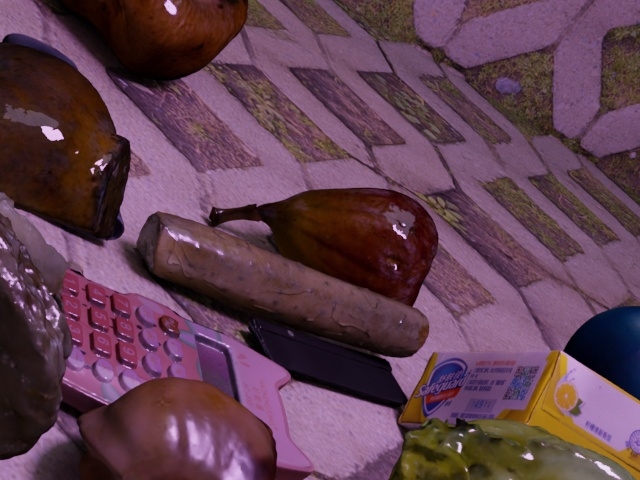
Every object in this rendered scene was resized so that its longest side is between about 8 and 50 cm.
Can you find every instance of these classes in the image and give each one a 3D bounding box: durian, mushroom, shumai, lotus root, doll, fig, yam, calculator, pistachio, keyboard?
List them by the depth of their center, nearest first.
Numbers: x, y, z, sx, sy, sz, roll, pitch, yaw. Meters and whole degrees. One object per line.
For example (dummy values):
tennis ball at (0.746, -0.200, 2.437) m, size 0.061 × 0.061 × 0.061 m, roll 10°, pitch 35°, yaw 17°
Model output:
shumai at (-0.272, 0.033, 1.195) m, size 0.256 × 0.189 × 0.218 m, roll 45°, pitch 20°, yaw 1°
pistachio at (-0.110, 0.174, 1.260) m, size 0.165 × 0.130 × 0.210 m, roll 26°, pitch 17°, yaw 23°
lotus root at (-0.288, -0.101, 1.365) m, size 0.260 × 0.149 × 0.267 m, roll 17°, pitch 3°, yaw 15°
calculator at (-0.162, 0.117, 1.437) m, size 0.330 × 0.048 × 0.220 m, roll 28°, pitch 22°, yaw -23°
durian at (0.196, 0.278, 1.456) m, size 0.256 × 0.204 × 0.339 m, roll 13°, pitch -12°, yaw 13°
yam at (-0.035, 0.056, 1.732) m, size 0.371 × 0.083 × 0.083 m, roll 21°, pitch 25°, yaw -31°
keyboard at (0.009, 0.141, 1.740) m, size 0.231 × 0.023 × 0.072 m, roll 21°, pitch 30°, yaw -44°
fig at (0.000, 0.000, 1.891) m, size 0.274 × 0.170 × 0.145 m, roll 17°, pitch 6°, yaw -3°
doll at (0.370, 0.191, 1.947) m, size 0.186 × 0.322 × 0.198 m, roll 3°, pitch 70°, yaw -24°
mushroom at (-0.216, -0.376, 2.158) m, size 0.345 × 0.259 × 0.345 m, roll 35°, pitch 19°, yaw -14°

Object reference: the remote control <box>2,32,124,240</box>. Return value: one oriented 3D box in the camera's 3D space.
remote control at (-0.294, -0.124, 1.753) m, size 0.107 × 0.044 × 0.377 m, roll 23°, pitch 23°, yaw -29°

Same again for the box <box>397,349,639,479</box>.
box at (0.225, 0.197, 1.689) m, size 0.168 × 0.097 × 0.265 m, roll 32°, pitch -16°, yaw -19°
